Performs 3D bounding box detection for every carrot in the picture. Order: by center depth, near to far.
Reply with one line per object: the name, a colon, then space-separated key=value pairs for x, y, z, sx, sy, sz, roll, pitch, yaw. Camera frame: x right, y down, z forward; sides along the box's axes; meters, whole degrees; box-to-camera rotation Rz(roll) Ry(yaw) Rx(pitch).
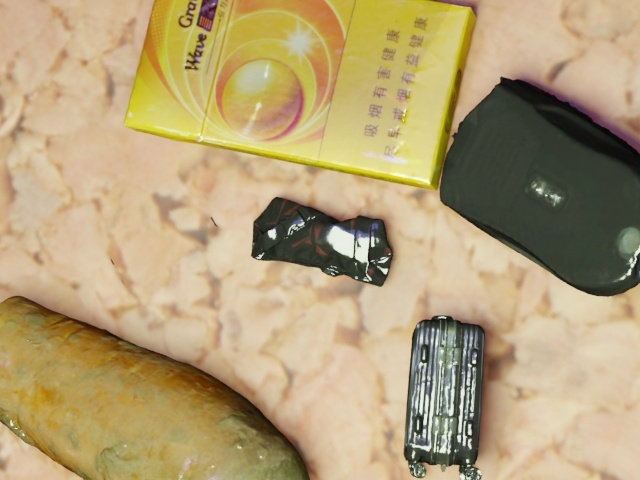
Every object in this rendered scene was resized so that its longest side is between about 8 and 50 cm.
carrot: x=-0.144 y=0.147 z=1.346 sx=0.302 sy=0.139 sz=0.138 roll=32 pitch=90 yaw=18

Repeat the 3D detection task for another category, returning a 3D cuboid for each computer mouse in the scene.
computer mouse: x=0.186 y=-0.037 z=1.308 sx=0.217 sy=0.073 sz=0.122 roll=37 pitch=104 yaw=33

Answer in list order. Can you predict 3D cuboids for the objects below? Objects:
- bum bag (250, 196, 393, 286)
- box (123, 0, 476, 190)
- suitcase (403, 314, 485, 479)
bum bag: x=0.001 y=0.000 z=1.379 sx=0.124 sy=0.034 sz=0.057 roll=14 pitch=94 yaw=17
box: x=-0.018 y=-0.139 z=1.402 sx=0.269 sy=0.043 sz=0.152 roll=13 pitch=84 yaw=16
suitcase: x=0.096 y=0.122 z=1.309 sx=0.059 sy=0.086 sz=0.126 roll=5 pitch=82 yaw=0
